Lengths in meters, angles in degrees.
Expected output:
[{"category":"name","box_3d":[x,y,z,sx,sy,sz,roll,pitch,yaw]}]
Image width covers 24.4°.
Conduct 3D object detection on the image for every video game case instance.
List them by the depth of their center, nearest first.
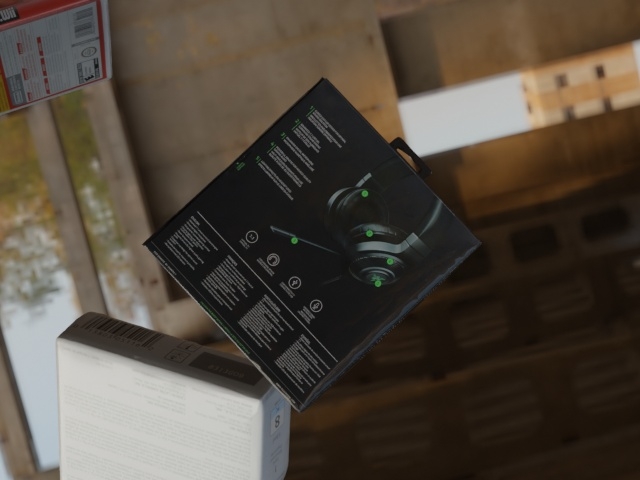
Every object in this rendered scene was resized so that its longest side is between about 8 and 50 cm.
[{"category":"video game case","box_3d":[-0.350,-0.169,1.496,0.285,0.025,0.204,-20,166,-12]}]

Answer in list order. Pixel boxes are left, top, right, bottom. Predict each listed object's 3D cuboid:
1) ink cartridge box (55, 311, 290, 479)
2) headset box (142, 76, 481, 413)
[{"category":"ink cartridge box","box_3d":[-0.195,0.310,1.951,0.308,0.385,0.091,14,-151,22]},{"category":"headset box","box_3d":[0.000,0.000,1.590,0.283,0.246,0.131,-44,176,-1]}]
